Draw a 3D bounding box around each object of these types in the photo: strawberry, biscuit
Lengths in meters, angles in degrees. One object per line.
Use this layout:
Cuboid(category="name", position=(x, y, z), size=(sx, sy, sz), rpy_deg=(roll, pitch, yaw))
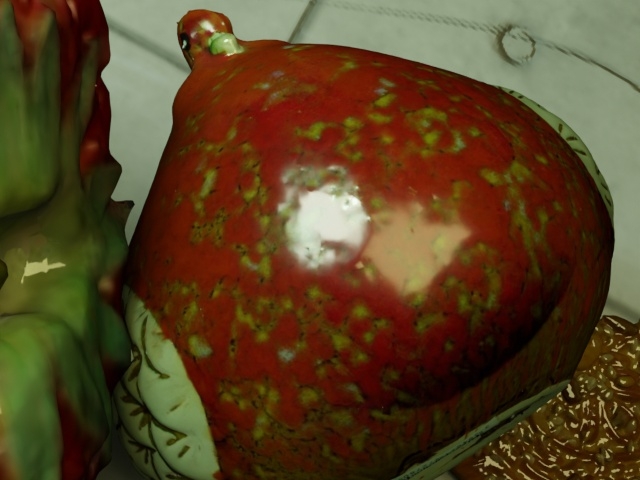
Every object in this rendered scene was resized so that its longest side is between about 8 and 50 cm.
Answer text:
Cuboid(category="strawberry", position=(-0.233, -0.014, 0.728), size=(0.310, 0.292, 0.291), rpy_deg=(3, 67, 12))
Cuboid(category="biscuit", position=(0.134, 0.093, 0.969), size=(0.206, 0.025, 0.126), rpy_deg=(17, 66, -10))

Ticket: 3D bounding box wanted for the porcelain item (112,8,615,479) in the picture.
Cuboid(category="porcelain item", position=(0.000, 0.000, 0.844), size=(0.253, 0.253, 0.253), rpy_deg=(6, 69, -15))
